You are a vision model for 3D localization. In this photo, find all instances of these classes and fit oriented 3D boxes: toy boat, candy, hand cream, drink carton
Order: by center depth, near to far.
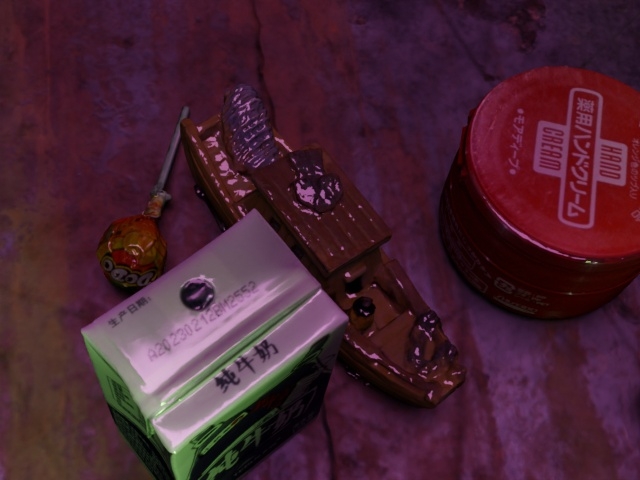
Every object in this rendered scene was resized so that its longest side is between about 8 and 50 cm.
[{"bbox_3d":[-0.071,0.093,0.611,0.134,0.222,0.102,-34,71,-20],"label":"drink carton"},{"bbox_3d":[0.000,0.000,0.726,0.089,0.121,0.321,-31,70,-25],"label":"toy boat"},{"bbox_3d":[0.201,-0.038,0.762,0.193,0.125,0.193,2,64,-5],"label":"hand cream"},{"bbox_3d":[-0.142,-0.044,0.776,0.060,0.060,0.201,12,54,0],"label":"candy"}]
